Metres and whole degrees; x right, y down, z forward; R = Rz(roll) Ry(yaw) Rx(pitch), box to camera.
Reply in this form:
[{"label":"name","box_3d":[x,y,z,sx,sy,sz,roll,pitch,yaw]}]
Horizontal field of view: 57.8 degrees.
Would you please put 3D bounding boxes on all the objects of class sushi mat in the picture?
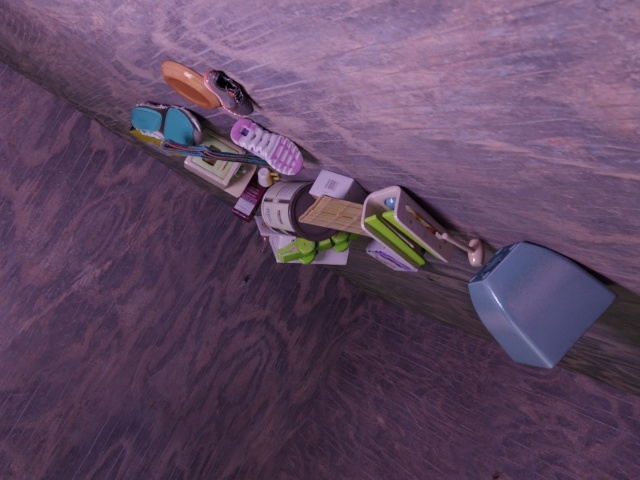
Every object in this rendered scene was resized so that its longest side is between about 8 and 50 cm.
[{"label":"sushi mat","box_3d":[0.102,-0.068,1.759,0.317,0.019,0.151,11,145,-32]}]

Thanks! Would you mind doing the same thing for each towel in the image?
[{"label":"towel","box_3d":[-0.283,-0.270,1.841,0.370,0.040,0.272,2,-169,-42]}]

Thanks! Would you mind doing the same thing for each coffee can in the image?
[{"label":"coffee can","box_3d":[-0.068,-0.109,2.031,0.202,0.201,0.275,33,172,-25]}]

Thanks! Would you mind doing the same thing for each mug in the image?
[{"label":"mug","box_3d":[-0.201,-0.247,2.184,0.062,0.078,0.064,60,173,21]}]

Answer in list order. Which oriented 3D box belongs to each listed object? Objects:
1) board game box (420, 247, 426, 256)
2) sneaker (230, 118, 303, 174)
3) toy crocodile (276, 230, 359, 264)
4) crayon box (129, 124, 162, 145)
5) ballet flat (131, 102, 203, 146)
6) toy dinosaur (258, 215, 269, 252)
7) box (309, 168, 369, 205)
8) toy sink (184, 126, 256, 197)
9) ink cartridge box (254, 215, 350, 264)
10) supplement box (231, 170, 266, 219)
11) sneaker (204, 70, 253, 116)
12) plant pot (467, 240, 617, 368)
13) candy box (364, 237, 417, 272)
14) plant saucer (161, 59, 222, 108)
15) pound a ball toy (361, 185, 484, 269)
[{"label":"board game box","box_3d":[0.276,-0.006,2.044,0.141,0.048,0.170,24,171,42]},{"label":"sneaker","box_3d":[-0.150,-0.273,1.723,0.236,0.095,0.104,33,179,7]},{"label":"toy crocodile","box_3d":[0.000,0.000,2.132,0.115,0.341,0.105,82,168,-65]},{"label":"crayon box","box_3d":[-0.661,-0.436,2.429,0.202,0.081,0.319,33,171,-31]},{"label":"ballet flat","box_3d":[-0.512,-0.411,2.045,0.409,0.147,0.147,26,172,38]},{"label":"toy dinosaur","box_3d":[-0.208,-0.097,2.521,0.200,0.295,0.127,33,-159,-18]},{"label":"box","box_3d":[0.070,-0.132,1.812,0.130,0.091,0.170,22,169,36]},{"label":"toy sink","box_3d":[-0.358,-0.281,2.123,0.234,0.152,0.131,31,171,-11]},{"label":"ink cartridge box","box_3d":[-0.081,-0.003,2.287,0.354,0.119,0.207,3,-156,-16]},{"label":"supplement box","box_3d":[-0.280,-0.176,2.365,0.081,0.188,0.104,28,172,0]},{"label":"sneaker","box_3d":[-0.224,-0.369,1.470,0.158,0.061,0.065,34,164,-38]},{"label":"plant pot","box_3d":[0.530,0.143,1.485,0.252,0.248,0.247,45,173,3]},{"label":"candy box","box_3d":[0.288,0.056,2.295,0.165,0.070,0.196,31,171,-14]},{"label":"plant saucer","box_3d":[-0.363,-0.430,1.633,0.200,0.037,0.200,29,172,5]},{"label":"pound a ball toy","box_3d":[0.296,-0.036,1.625,0.208,0.135,0.319,-16,141,42]}]
